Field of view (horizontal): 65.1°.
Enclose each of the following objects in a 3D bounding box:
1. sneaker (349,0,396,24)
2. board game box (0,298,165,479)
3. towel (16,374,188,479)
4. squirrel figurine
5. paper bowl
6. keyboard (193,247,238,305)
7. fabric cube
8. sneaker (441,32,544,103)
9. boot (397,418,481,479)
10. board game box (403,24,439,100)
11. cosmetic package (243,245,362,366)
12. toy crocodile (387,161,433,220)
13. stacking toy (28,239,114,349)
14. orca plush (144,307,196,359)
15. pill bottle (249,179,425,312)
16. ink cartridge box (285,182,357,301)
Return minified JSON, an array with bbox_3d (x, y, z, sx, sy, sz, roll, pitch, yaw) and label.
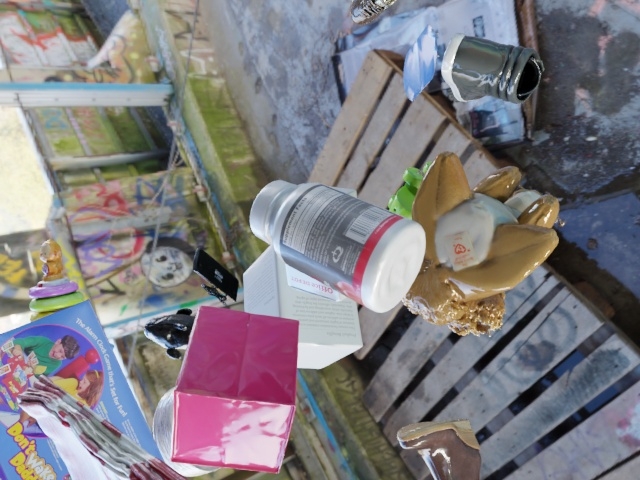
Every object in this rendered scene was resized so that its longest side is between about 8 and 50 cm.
[{"bbox_3d":[0.106,-0.453,0.921,0.188,0.066,0.071,-32,35,57],"label":"sneaker"},{"bbox_3d":[-0.441,0.304,0.852,0.078,0.233,0.346,-24,91,36],"label":"board game box"},{"bbox_3d":[-0.176,0.287,0.516,0.329,0.037,0.236,14,128,35],"label":"towel"},{"bbox_3d":[0.362,0.022,1.140,0.281,0.371,0.396,37,116,25],"label":"squirrel figurine"},{"bbox_3d":[-0.364,0.573,1.569,0.148,0.284,0.284,-28,76,29],"label":"paper bowl"},{"bbox_3d":[-0.289,0.107,1.350,0.038,0.192,0.100,-15,51,22],"label":"keyboard"},{"bbox_3d":[-0.196,0.345,1.173,0.258,0.259,0.254,-90,12,-55],"label":"fabric cube"},{"bbox_3d":[0.328,-0.294,0.921,0.147,0.296,0.104,27,107,22],"label":"sneaker"},{"bbox_3d":[0.267,0.492,1.064,0.090,0.249,0.206,-25,61,44],"label":"boot"},{"bbox_3d":[0.242,-0.404,1.157,0.169,0.033,0.133,136,133,-69],"label":"board game box"},{"bbox_3d":[-0.083,0.256,1.917,0.327,0.330,0.393,-41,47,49],"label":"cosmetic package"},{"bbox_3d":[0.272,-0.125,1.305,0.105,0.341,0.115,38,122,19],"label":"toy crocodile"},{"bbox_3d":[-0.619,0.148,1.185,0.175,0.166,0.301,-3,97,37],"label":"stacking toy"},{"bbox_3d":[-0.388,0.283,1.473,0.287,0.151,0.102,26,164,7],"label":"orca plush"},{"bbox_3d":[0.021,-0.007,0.956,0.319,0.176,0.176,26,120,32],"label":"pill bottle"},{"bbox_3d":[0.000,0.000,1.496,0.223,0.129,0.307,13,118,41],"label":"ink cartridge box"}]
